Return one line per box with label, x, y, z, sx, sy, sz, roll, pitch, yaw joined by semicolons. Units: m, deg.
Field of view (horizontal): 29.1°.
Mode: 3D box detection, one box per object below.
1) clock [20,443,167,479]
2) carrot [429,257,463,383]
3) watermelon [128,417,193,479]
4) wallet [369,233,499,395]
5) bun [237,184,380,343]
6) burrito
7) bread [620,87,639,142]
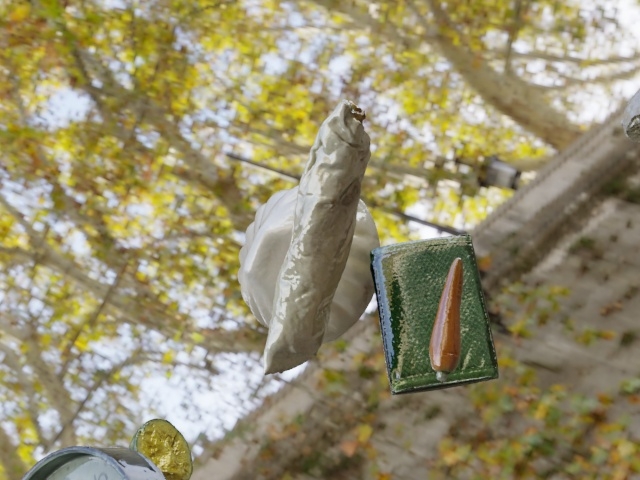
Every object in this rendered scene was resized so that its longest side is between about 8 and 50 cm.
clock;-0.293;0.412;1.517;0.067;0.325;0.325;19;-89;-47
carrot;0.138;0.086;1.327;0.035;0.035;0.142;42;-130;-49
watermelon;-0.234;0.311;1.756;0.062;0.106;0.105;-34;-27;29
wallet;0.165;0.109;1.813;0.055;0.160;0.236;72;-171;-63
bun;-0.048;0.028;1.932;0.175;0.263;0.263;15;-86;-48
burrito;0.000;0.000;1.659;0.117;0.076;0.392;-15;-57;-60
bread;0.540;-0.236;1.595;0.102;0.337;0.183;42;-131;-12
